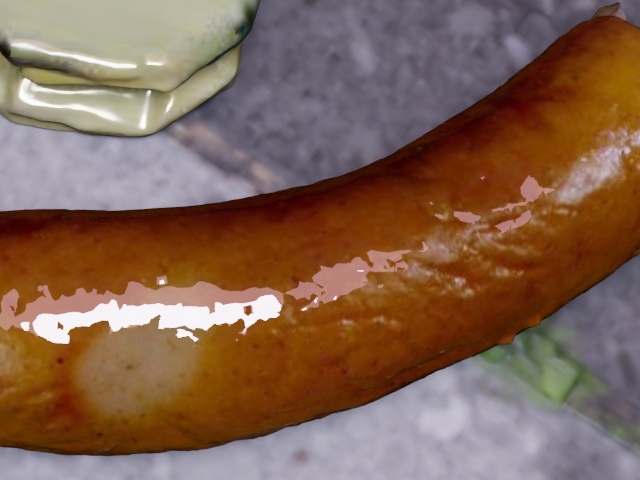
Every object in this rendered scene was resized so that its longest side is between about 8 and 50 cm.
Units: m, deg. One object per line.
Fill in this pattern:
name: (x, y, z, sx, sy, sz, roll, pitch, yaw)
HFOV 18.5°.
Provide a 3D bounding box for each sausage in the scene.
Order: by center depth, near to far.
sausage: (0.001, 0.005, 0.645, 0.302, 0.076, 0.102, -20, 68, -13)

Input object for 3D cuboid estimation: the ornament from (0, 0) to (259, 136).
ornament: (-0.100, -0.144, 0.693, 0.180, 0.059, 0.201, 10, 69, -2)
